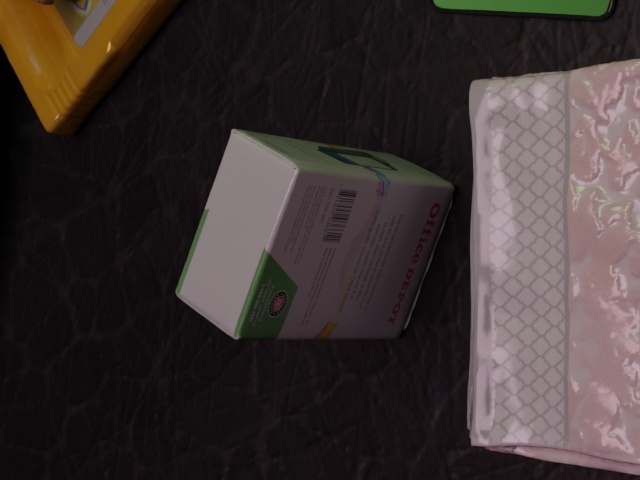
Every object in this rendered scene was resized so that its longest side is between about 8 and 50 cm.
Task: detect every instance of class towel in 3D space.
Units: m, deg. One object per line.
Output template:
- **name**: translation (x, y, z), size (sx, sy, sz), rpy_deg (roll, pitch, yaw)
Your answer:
- **towel**: translation (0.252, 0.018, 1.190), size (0.317, 0.053, 0.331), rpy_deg (0, 88, 40)

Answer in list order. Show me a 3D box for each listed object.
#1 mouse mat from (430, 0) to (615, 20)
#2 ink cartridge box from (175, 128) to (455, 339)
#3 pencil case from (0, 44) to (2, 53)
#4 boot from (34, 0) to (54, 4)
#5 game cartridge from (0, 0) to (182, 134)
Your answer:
- **mouse mat**: translation (0.178, -0.267, 1.297), size (0.190, 0.007, 0.152), rpy_deg (11, 94, 41)
- **ink cartridge box**: translation (0.000, 0.000, 1.298), size (0.093, 0.212, 0.154), rpy_deg (32, 108, 40)
- **pencil case**: translation (-0.462, -0.063, 1.725), size (0.160, 0.167, 0.386), rpy_deg (7, 93, -1)
- **boot**: translation (-0.266, -0.349, 1.541), size (0.283, 0.109, 0.220), rpy_deg (23, 101, 42)
- **game cartridge**: translation (-0.252, -0.322, 1.632), size (0.323, 0.053, 0.285), rpy_deg (-46, 60, 27)
